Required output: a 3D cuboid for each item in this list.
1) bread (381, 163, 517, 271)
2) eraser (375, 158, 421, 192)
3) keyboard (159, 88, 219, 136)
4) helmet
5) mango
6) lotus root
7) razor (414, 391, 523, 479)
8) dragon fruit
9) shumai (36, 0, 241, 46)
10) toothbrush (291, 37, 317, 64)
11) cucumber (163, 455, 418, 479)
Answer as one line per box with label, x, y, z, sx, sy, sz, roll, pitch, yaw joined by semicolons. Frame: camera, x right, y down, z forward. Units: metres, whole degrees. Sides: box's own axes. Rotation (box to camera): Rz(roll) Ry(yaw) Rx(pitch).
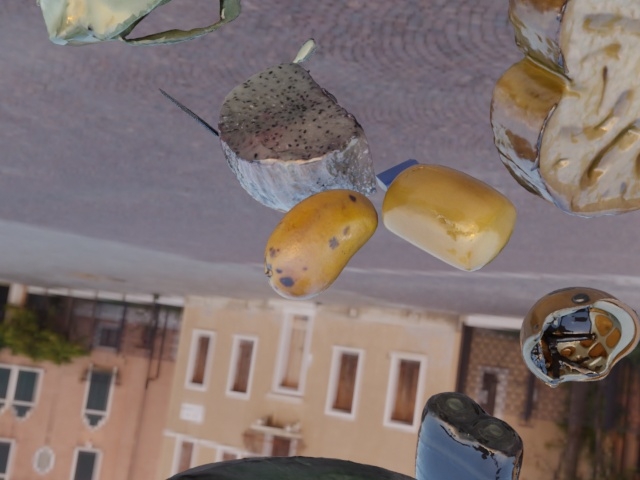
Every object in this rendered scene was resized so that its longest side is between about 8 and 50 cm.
bread;0.196;-0.048;1.490;0.217;0.147;0.098;26;162;39
eraser;0.156;-0.123;1.840;0.084;0.027;0.063;-25;-153;-7
keyboard;-0.244;-0.237;1.766;0.063;0.010;0.198;37;-179;-38
helmet;0.482;0.166;1.822;0.224;0.130;0.198;-22;125;3
mango;-0.003;-0.001;1.259;0.090;0.178;0.115;32;165;52
lotus root;0.378;-0.211;1.112;0.374;0.391;0.111;3;-154;-25
razor;0.263;0.441;1.725;0.204;0.349;0.113;28;-135;36
dragon fruit;-0.048;-0.140;1.622;0.283;0.203;0.221;53;170;41
shumai;-0.210;-0.367;1.031;0.394;0.395;0.348;11;130;-19
toothbrush;-0.103;-0.295;1.947;0.026;0.294;0.028;50;-163;27
cucumber;-0.005;0.154;0.501;0.244;0.115;0.063;32;-171;-47
